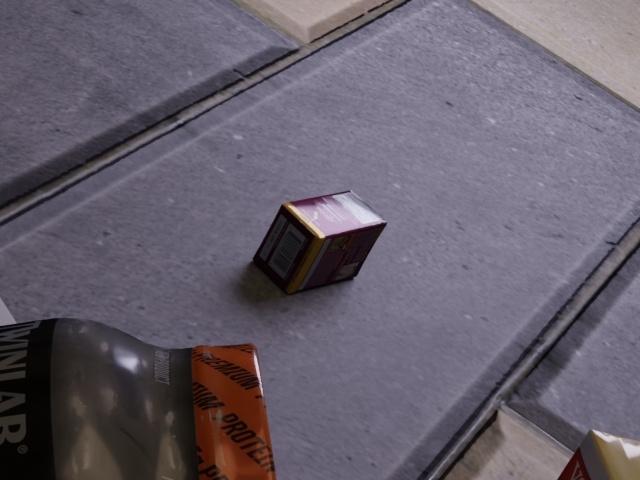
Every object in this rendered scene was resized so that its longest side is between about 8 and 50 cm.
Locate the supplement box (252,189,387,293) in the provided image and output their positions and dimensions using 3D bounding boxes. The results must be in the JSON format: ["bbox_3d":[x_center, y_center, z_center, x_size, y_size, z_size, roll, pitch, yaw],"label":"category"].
[{"bbox_3d":[0.000,0.000,1.362,0.043,0.055,0.083,43,31,25],"label":"supplement box"}]

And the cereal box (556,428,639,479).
[{"bbox_3d":[0.112,0.233,0.886,0.047,0.240,0.173,16,31,-21],"label":"cereal box"}]

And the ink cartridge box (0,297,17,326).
[{"bbox_3d":[-0.200,0.123,0.946,0.158,0.092,0.218,0,38,-42],"label":"ink cartridge box"}]

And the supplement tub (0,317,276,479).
[{"bbox_3d":[-0.169,0.136,0.722,0.316,0.193,0.193,-9,36,-3],"label":"supplement tub"}]
